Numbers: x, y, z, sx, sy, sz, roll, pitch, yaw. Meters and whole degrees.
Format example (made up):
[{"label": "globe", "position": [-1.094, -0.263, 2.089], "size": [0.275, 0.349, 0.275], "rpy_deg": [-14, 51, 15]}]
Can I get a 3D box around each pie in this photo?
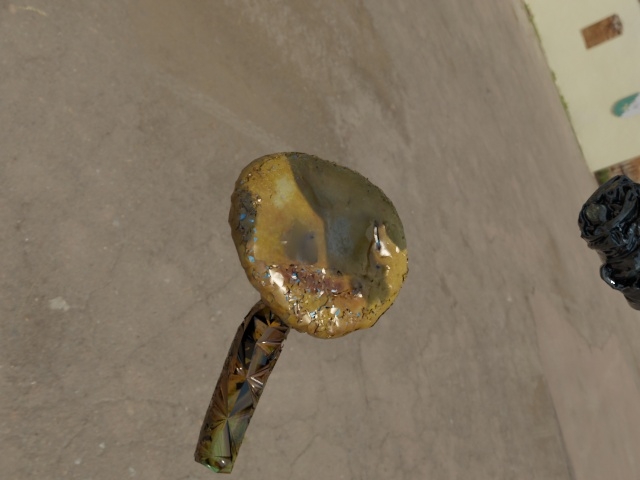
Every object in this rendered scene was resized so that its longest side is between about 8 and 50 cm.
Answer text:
[{"label": "pie", "position": [0.000, 0.001, 0.733], "size": [0.274, 0.069, 0.273], "rpy_deg": [14, 64, -30]}]

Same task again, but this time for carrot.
[{"label": "carrot", "position": [-0.101, 0.188, 0.738], "size": [0.069, 0.069, 0.228], "rpy_deg": [29, 80, -48]}]

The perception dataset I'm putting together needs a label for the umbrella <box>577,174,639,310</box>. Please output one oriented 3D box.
[{"label": "umbrella", "position": [0.328, 0.025, 0.600], "size": [0.071, 0.080, 0.224], "rpy_deg": [44, 2, 43]}]
